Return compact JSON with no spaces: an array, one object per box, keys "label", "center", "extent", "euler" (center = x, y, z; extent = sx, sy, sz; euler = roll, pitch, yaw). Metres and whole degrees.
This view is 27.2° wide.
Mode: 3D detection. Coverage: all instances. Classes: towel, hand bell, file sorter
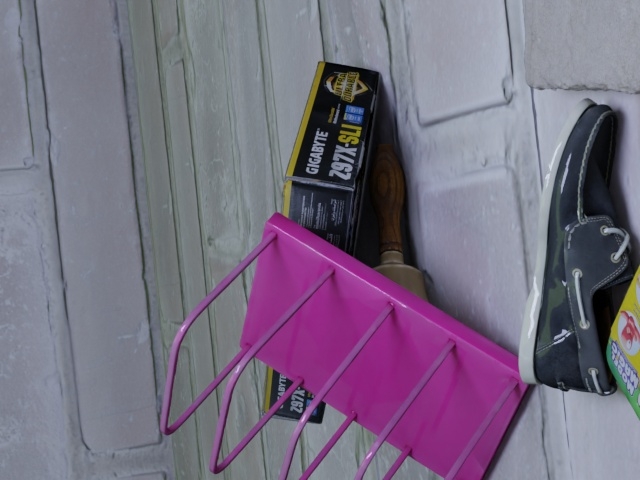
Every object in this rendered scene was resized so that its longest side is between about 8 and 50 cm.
[{"label":"towel","center":[0.224,-0.195,0.943],"extent":[0.282,0.049,0.187],"euler":[-157,61,-68]},{"label":"hand bell","center":[0.074,0.005,1.416],"extent":[0.126,0.126,0.242],"euler":[116,156,-58]},{"label":"file sorter","center":[0.013,0.160,1.251],"extent":[0.290,0.182,0.202],"euler":[31,140,15]}]

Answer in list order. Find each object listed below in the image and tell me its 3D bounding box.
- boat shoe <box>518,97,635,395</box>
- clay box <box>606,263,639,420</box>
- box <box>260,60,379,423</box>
[{"label":"boat shoe","center":[0.212,0.007,1.033],"extent":[0.079,0.084,0.233],"euler":[12,103,31]},{"label":"clay box","center":[0.265,0.049,0.885],"extent":[0.222,0.053,0.127],"euler":[101,155,-44]},{"label":"box","center":[0.000,0.000,1.479],"extent":[0.257,0.079,0.322],"euler":[-74,-7,-54]}]
